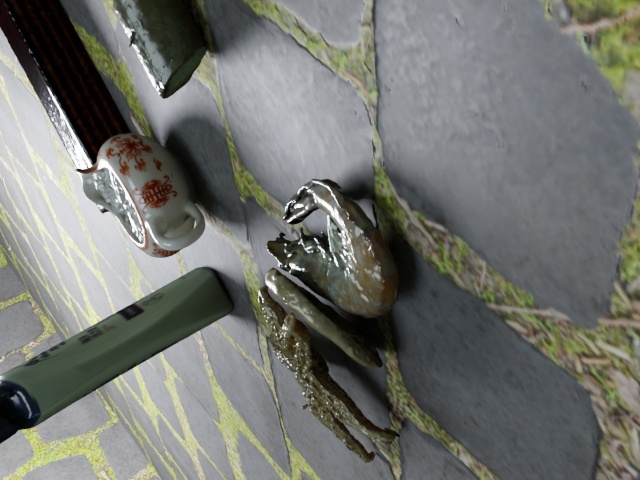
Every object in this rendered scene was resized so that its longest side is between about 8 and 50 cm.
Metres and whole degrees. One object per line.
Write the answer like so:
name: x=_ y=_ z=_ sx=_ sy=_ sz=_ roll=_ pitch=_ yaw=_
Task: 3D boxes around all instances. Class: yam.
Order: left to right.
yam: x=-0.158 y=-0.212 z=0.829 sx=0.146 sy=0.070 sz=0.070 roll=63 pitch=157 yaw=-9

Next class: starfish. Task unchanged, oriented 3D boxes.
starfish: x=-0.008 y=0.151 z=0.952 sx=0.231 sy=0.048 sz=0.295 roll=53 pitch=165 yaw=3

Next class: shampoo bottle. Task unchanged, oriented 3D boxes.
shampoo bottle: x=-0.285 y=0.149 z=1.137 sx=0.078 sy=0.359 sz=0.134 roll=64 pitch=157 yaw=-8

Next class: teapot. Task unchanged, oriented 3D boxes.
teapot: x=-0.208 y=-0.051 z=1.071 sx=0.245 sy=0.116 sz=0.159 roll=32 pitch=131 yaw=53

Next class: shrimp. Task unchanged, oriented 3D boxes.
shrimp: x=0.000 y=0.000 z=0.781 sx=0.223 sy=0.047 sz=0.126 roll=15 pitch=128 yaw=60

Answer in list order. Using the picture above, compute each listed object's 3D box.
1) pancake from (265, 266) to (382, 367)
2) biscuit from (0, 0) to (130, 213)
pancake: x=0.002 y=0.071 z=0.816 sx=0.139 sy=0.022 sz=0.139 roll=38 pitch=179 yaw=1
biscuit: x=-0.358 y=-0.223 z=1.223 sx=0.388 sy=0.073 sz=0.107 roll=63 pitch=156 yaw=-4
